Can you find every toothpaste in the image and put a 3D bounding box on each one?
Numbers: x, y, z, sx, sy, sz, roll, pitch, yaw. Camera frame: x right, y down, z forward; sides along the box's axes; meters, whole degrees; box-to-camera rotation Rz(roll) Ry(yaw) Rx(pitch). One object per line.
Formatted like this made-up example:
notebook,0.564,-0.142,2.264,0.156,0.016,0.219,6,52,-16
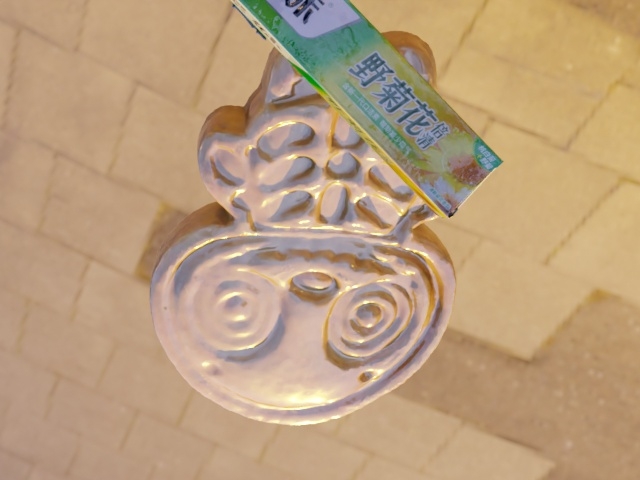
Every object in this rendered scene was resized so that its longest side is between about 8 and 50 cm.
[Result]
toothpaste,0.016,-0.087,0.808,0.178,0.043,0.037,46,178,-6

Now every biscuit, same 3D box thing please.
biscuit,0.000,0.001,1.012,0.202,0.044,0.288,8,123,-16
